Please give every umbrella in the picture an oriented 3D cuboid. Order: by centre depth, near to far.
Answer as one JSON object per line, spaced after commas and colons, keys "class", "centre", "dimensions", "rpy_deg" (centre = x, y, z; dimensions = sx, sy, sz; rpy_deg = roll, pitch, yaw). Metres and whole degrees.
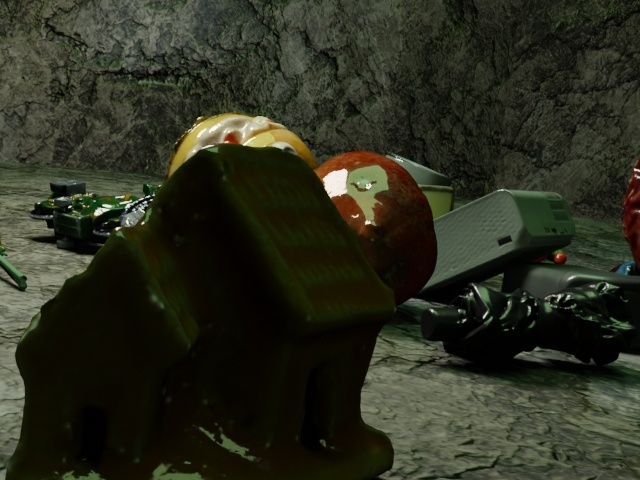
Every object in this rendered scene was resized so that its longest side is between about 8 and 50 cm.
{"class": "umbrella", "centre": [0.246, 0.102, 1.127], "dimensions": [0.272, 0.110, 0.122], "rpy_deg": [0, 10, -21]}

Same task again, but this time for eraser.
{"class": "eraser", "centre": [0.183, -0.016, 1.696], "dimensions": [0.117, 0.172, 0.058], "rpy_deg": [-1, 9, -44]}

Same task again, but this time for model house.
{"class": "model house", "centre": [-0.067, 0.055, 0.619], "dimensions": [0.173, 0.239, 0.268], "rpy_deg": [12, 8, 31]}

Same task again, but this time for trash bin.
{"class": "trash bin", "centre": [0.393, 0.090, 1.381], "dimensions": [0.176, 0.101, 0.236], "rpy_deg": [3, 5, -18]}

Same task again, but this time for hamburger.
{"class": "hamburger", "centre": [-0.114, -0.081, 1.646], "dimensions": [0.237, 0.276, 0.276], "rpy_deg": [29, 19, 38]}

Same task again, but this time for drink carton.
{"class": "drink carton", "centre": [0.169, -0.061, 1.862], "dimensions": [0.185, 0.190, 0.191], "rpy_deg": [26, 7, 13]}

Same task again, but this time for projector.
{"class": "projector", "centre": [0.262, 0.000, 1.525], "dimensions": [0.250, 0.108, 0.198], "rpy_deg": [-28, -16, 35]}

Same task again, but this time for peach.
{"class": "peach", "centre": [0.059, -0.009, 1.315], "dimensions": [0.232, 0.232, 0.256], "rpy_deg": [5, -3, -13]}

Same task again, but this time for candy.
{"class": "candy", "centre": [-0.455, 0.019, 1.291], "dimensions": [0.077, 0.073, 0.262], "rpy_deg": [-19, 28, -31]}

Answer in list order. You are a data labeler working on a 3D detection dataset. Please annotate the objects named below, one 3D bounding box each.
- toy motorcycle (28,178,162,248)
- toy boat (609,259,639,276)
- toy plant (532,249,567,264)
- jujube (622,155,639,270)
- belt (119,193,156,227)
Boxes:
{"class": "toy motorcycle", "centre": [-0.367, -0.043, 1.597], "dimensions": [0.274, 0.125, 0.187], "rpy_deg": [12, 18, 37]}
{"class": "toy boat", "centre": [0.566, 0.077, 1.614], "dimensions": [0.097, 0.100, 0.223], "rpy_deg": [1, 5, 37]}
{"class": "toy plant", "centre": [0.483, 0.013, 2.121], "dimensions": [0.154, 0.088, 0.240], "rpy_deg": [20, 7, -29]}
{"class": "jujube", "centre": [0.513, -0.039, 1.250], "dimensions": [0.213, 0.232, 0.213], "rpy_deg": [10, 2, 0]}
{"class": "belt", "centre": [-0.186, 0.012, 1.325], "dimensions": [0.230, 0.126, 0.139], "rpy_deg": [13, 37, 43]}
